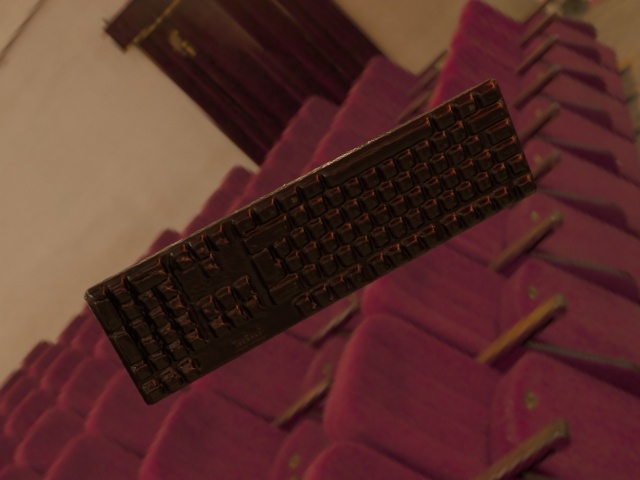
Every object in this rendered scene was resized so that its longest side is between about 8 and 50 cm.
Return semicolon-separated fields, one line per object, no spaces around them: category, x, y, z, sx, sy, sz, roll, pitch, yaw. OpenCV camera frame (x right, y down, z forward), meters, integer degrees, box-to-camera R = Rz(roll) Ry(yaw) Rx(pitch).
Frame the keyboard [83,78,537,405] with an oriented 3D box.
keyboard;0.000;0.000;0.474;0.204;0.061;0.013;-28;21;-8
